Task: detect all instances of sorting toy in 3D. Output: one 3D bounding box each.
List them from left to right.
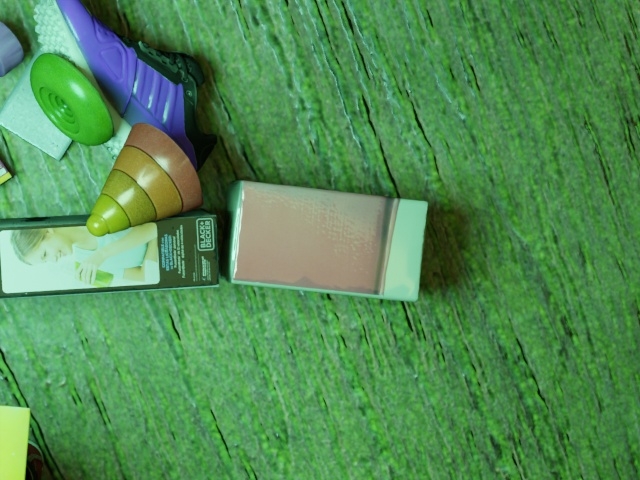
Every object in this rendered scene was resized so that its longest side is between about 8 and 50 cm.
[{"bbox_3d":[-0.306,-0.118,1.611,0.365,0.127,0.126,37,63,19],"label":"sorting toy"}]

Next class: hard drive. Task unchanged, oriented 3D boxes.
[{"bbox_3d":[-0.327,-0.179,1.730,0.094,0.022,0.135,32,86,-9],"label":"hard drive"}]

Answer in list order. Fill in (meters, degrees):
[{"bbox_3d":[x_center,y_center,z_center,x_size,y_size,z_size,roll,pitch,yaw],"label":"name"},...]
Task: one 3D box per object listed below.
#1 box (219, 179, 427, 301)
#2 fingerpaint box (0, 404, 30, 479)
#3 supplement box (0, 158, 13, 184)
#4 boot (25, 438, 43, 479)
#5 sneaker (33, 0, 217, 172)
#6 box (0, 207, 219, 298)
[{"bbox_3d":[0.000,0.000,1.728,0.232,0.148,0.126,6,90,-11],"label":"box"},{"bbox_3d":[-0.444,0.403,1.497,0.163,0.371,0.444,8,76,-25],"label":"fingerpaint box"},{"bbox_3d":[-0.421,-0.097,1.705,0.055,0.043,0.083,-33,98,-7],"label":"supplement box"},{"bbox_3d":[-0.386,0.365,1.659,0.088,0.176,0.244,13,91,-12],"label":"boot"},{"bbox_3d":[-0.225,-0.199,1.698,0.146,0.102,0.293,-39,116,-18],"label":"sneaker"},{"bbox_3d":[-0.274,0.014,1.674,0.290,0.169,0.087,-3,94,-11],"label":"box"}]
